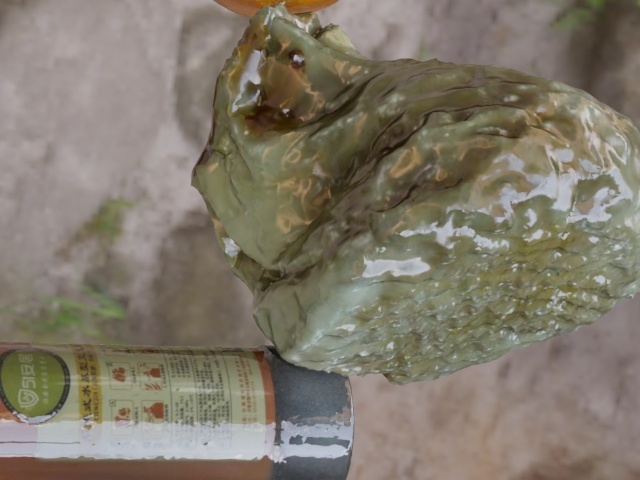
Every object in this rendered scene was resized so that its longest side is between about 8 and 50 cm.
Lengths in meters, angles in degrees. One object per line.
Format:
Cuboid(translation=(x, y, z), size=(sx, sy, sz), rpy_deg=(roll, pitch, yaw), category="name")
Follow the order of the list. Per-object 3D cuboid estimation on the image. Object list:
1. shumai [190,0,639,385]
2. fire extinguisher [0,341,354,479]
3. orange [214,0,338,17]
Cuboid(translation=(0.068, -0.046, 1.068), size=(0.260, 0.222, 0.225), rpy_deg=(-4, 150, -22), category="shumai")
Cuboid(translation=(-0.164, 0.147, 1.270), size=(0.200, 0.376, 0.113), rpy_deg=(-107, -155, -51), category="fire extinguisher")
Cuboid(translation=(-0.053, -0.372, 1.922), size=(0.226, 0.284, 0.284), rpy_deg=(-7, 112, -13), category="orange")
